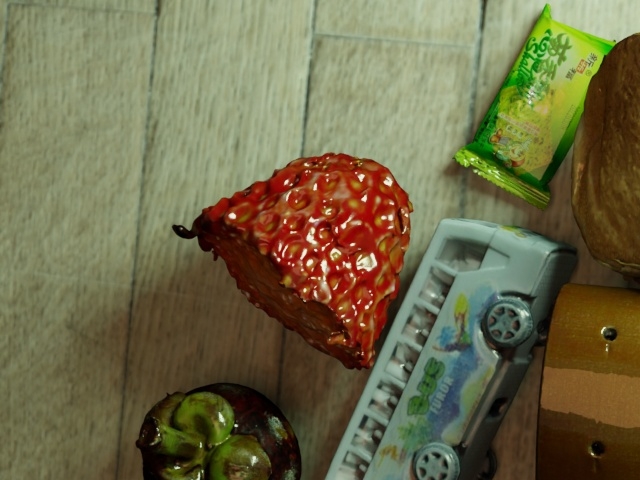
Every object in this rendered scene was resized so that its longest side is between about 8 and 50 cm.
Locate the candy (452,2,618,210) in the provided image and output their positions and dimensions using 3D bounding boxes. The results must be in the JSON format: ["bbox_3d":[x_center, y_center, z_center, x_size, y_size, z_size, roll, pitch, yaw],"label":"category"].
[{"bbox_3d":[0.214,-0.129,1.682,0.102,0.032,0.178,32,102,13],"label":"candy"}]

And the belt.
[{"bbox_3d":[0.270,0.198,1.573,0.122,0.217,0.338,5,121,17],"label":"belt"}]

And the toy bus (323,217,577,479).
[{"bbox_3d":[0.125,0.132,1.691,0.136,0.109,0.329,28,100,25],"label":"toy bus"}]

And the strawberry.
[{"bbox_3d":[0.000,0.000,1.697,0.234,0.234,0.178,38,76,12],"label":"strawberry"}]

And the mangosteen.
[{"bbox_3d":[-0.100,0.224,1.723,0.172,0.184,0.172,0,92,-3],"label":"mangosteen"}]

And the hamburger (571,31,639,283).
[{"bbox_3d":[0.348,-0.056,1.535,0.260,0.211,0.245,61,139,44],"label":"hamburger"}]
